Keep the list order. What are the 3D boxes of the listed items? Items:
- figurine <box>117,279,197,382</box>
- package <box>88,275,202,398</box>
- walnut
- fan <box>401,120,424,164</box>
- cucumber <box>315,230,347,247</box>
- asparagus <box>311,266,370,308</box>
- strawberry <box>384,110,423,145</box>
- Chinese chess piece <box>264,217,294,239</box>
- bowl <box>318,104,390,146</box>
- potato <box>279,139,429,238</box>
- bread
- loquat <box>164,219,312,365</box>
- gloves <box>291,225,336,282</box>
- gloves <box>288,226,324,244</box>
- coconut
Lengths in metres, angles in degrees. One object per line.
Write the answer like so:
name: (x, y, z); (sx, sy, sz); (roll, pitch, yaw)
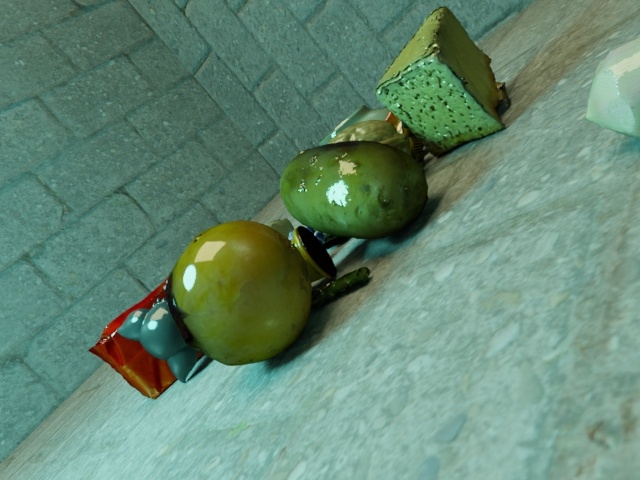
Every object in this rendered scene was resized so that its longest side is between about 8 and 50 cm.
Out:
figurine: (-0.277, 0.166, 1.115); (0.265, 0.193, 0.140); (-40, 10, 36)
package: (-0.329, 0.180, 1.263); (0.424, 0.196, 0.123); (-42, 15, -10)
walnut: (0.094, -0.160, 1.172); (0.245, 0.198, 0.198); (-34, 10, -2)
fan: (0.211, -0.244, 1.234); (0.039, 0.154, 0.082); (-14, 26, -9)
cucumber: (0.000, 0.000, 1.230); (0.215, 0.052, 0.058); (-25, 39, 54)
asparagus: (0.018, 0.084, 0.882); (0.165, 0.030, 0.036); (-32, 24, 38)
strawberry: (0.205, -0.250, 1.344); (0.188, 0.121, 0.082); (-61, -20, -3)
Chinese chess piece: (-0.187, 0.017, 1.462); (0.251, 0.097, 0.251); (-17, 0, 0)
bowl: (0.117, -0.265, 1.527); (0.354, 0.185, 0.354); (-39, 10, 9)
potato: (0.054, -0.094, 0.963); (0.308, 0.173, 0.210); (10, 29, 44)
bread: (0.305, -0.362, 1.109); (0.315, 0.248, 0.279); (-56, 18, -9)
loquat: (-0.126, 0.085, 0.844); (0.235, 0.235, 0.235); (-39, 11, 9)
gloves: (-0.121, 0.102, 1.021); (0.294, 0.133, 0.116); (-37, 22, 13)
gloves: (-0.077, 0.064, 1.132); (0.229, 0.119, 0.097); (-50, 49, 1)
coconut: (0.342, -0.157, 0.554); (0.124, 0.110, 0.110); (-26, 18, 45)
